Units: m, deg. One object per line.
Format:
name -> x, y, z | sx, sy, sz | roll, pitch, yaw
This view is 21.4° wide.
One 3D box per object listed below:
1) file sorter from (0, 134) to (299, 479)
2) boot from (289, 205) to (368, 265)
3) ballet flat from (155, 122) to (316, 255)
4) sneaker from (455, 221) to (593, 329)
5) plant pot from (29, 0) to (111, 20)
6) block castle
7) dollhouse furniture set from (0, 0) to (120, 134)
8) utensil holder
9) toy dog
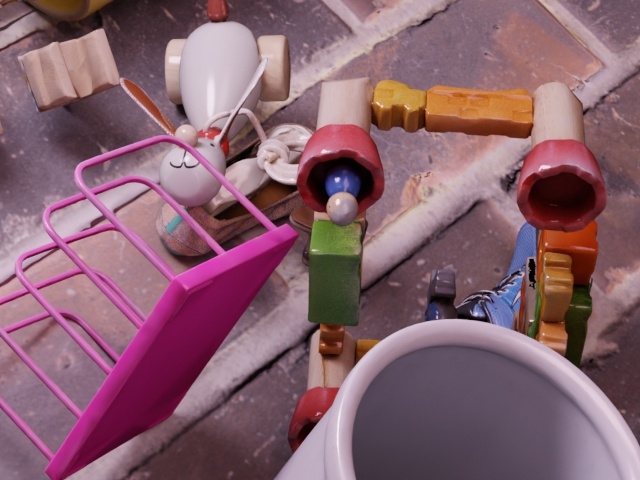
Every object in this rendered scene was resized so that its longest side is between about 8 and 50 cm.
file sorter -> -0.205, 0.060, 1.728 | 0.182, 0.291, 0.202 | 44, 32, 13
boot -> 0.000, 0.000, 2.039 | 0.118, 0.087, 0.042 | 8, 53, -28
ballet flat -> -0.065, -0.077, 2.050 | 0.107, 0.106, 0.316 | 46, 48, 8
sneaker -> 0.233, 0.089, 2.067 | 0.147, 0.130, 0.330 | 27, 48, -10
plant pot -> -0.277, -0.408, 2.108 | 0.254, 0.254, 0.239 | 38, 61, 3
block castle -> 0.124, 0.060, 1.757 | 0.303, 0.453, 0.213 | 4, 42, 1
dollhouse furniture set -> -0.495, -0.286, 1.936 | 0.362, 0.256, 0.394 | -22, 96, -37
utensil holder -> 0.091, 0.314, 1.651 | 0.327, 0.385, 0.328 | 14, 51, -17
toy dog -> -0.123, -0.188, 1.988 | 0.220, 0.161, 0.334 | -14, 32, -8
